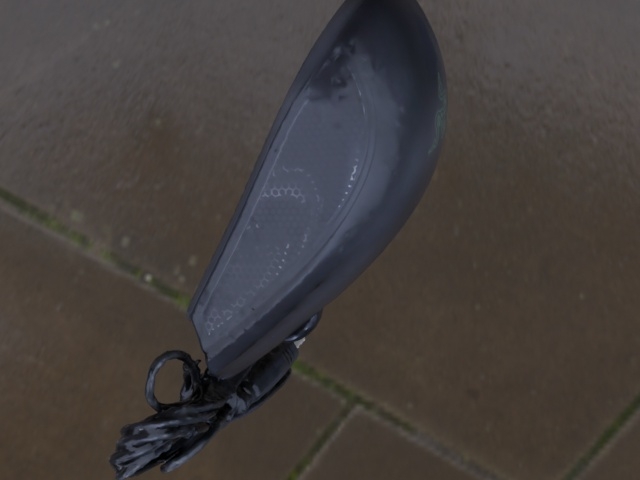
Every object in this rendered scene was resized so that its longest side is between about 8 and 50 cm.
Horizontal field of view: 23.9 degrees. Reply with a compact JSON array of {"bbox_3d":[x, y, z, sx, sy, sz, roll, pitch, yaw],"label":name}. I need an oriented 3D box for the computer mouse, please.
[{"bbox_3d":[0.000,0.000,0.762,0.072,0.188,0.272,30,112,10],"label":"computer mouse"}]
